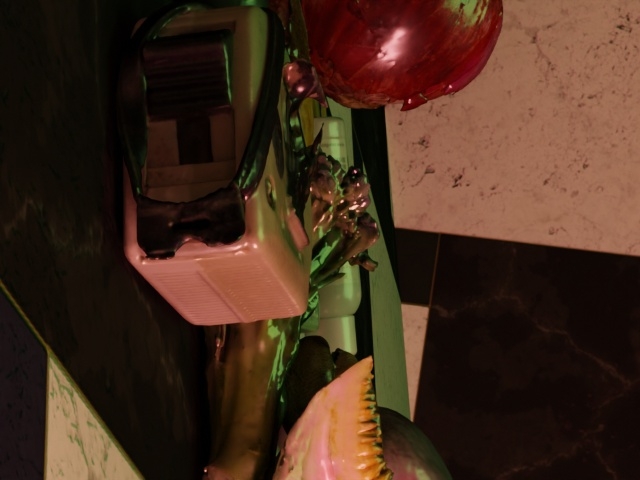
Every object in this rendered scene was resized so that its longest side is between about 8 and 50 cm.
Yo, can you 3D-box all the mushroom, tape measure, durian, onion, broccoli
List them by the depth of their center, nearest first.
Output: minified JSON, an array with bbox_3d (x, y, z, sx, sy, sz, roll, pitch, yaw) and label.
[{"bbox_3d":[-0.067,-0.072,1.324,0.271,0.133,0.231,52,33,-73],"label":"tape measure"},{"bbox_3d":[-0.002,0.258,1.461,0.195,0.185,0.305,137,-34,-70],"label":"durian"},{"bbox_3d":[-0.042,0.072,1.483,0.165,0.145,0.304,67,31,-56],"label":"broccoli"},{"bbox_3d":[0.000,0.158,1.860,0.127,0.087,0.127,-10,90,-85],"label":"mushroom"},{"bbox_3d":[0.066,-0.263,1.974,0.276,0.276,0.276,-6,90,-83],"label":"onion"}]

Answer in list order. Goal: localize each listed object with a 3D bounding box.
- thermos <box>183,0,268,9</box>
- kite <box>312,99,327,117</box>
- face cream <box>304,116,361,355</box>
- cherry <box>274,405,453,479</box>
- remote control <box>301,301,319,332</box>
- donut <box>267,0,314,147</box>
[{"bbox_3d":[-0.096,-0.254,1.516,0.073,0.083,0.188,-128,-157,-59],"label":"thermos"},{"bbox_3d":[-0.011,-0.176,2.377,0.377,0.013,0.327,80,8,-48],"label":"kite"},{"bbox_3d":[0.000,0.000,2.042,0.082,0.082,0.269,5,80,-83],"label":"face cream"},{"bbox_3d":[0.038,0.257,1.678,0.266,0.183,0.213,55,26,-85],"label":"cherry"},{"bbox_3d":[-0.031,0.054,1.891,0.221,0.042,0.078,29,57,-81],"label":"remote control"},{"bbox_3d":[-0.054,-0.131,1.672,0.141,0.085,0.217,-47,132,-82],"label":"donut"}]
